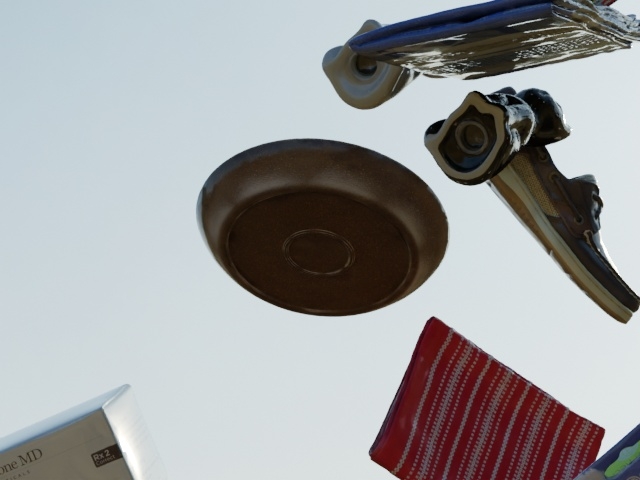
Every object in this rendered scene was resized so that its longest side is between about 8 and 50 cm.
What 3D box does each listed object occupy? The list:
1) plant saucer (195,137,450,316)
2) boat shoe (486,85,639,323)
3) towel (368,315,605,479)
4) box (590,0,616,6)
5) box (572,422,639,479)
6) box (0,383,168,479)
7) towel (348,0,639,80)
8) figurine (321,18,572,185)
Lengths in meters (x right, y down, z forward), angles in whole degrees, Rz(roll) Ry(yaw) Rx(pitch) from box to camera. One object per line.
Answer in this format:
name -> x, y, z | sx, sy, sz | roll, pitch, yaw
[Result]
plant saucer -> 0.000, 0.000, 2.295 | 0.311, 0.050, 0.310 | 5, -39, 4
boat shoe -> 0.254, -0.039, 2.010 | 0.092, 0.285, 0.103 | -40, -2, 2
towel -> 0.196, 0.232, 2.183 | 0.275, 0.199, 0.031 | 34, -28, -16
box -> 0.211, -0.319, 1.809 | 0.036, 0.207, 0.114 | -35, -20, 20
box -> 0.217, 0.168, 1.076 | 0.109, 0.178, 0.042 | -42, 16, 3
box -> -0.275, 0.250, 2.033 | 0.181, 0.119, 0.182 | -23, 2, 5
towel -> 0.174, -0.192, 1.784 | 0.209, 0.034, 0.285 | -10, -5, 25
figurine -> 0.136, -0.151, 1.914 | 0.209, 0.215, 0.092 | -18, -39, -60
